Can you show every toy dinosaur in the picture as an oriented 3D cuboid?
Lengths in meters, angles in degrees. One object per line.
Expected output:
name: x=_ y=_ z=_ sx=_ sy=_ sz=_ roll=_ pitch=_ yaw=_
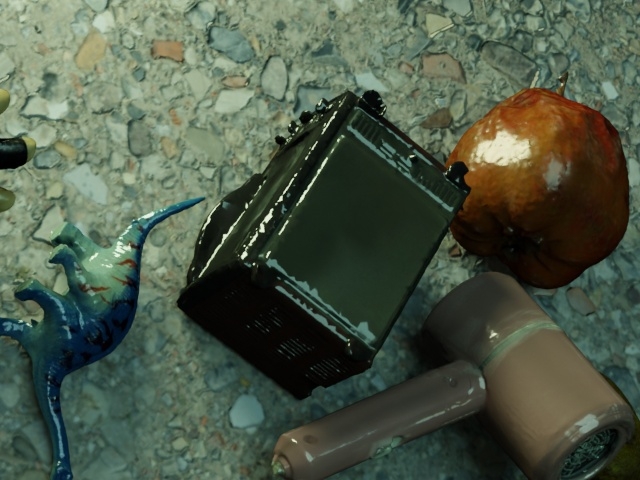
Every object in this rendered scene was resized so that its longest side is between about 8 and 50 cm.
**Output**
toy dinosaur: x=-0.229 y=0.059 z=1.445 sx=0.144 sy=0.076 sz=0.329 roll=33 pitch=64 yaw=-22

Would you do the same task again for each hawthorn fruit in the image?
hawthorn fruit: x=0.240 y=-0.083 z=1.671 sx=0.207 sy=0.207 sz=0.243 roll=29 pitch=58 yaw=-16

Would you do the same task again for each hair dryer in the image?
hair dryer: x=0.113 y=0.180 z=1.509 sx=0.352 sy=0.125 sz=0.210 roll=-20 pitch=52 yaw=-26

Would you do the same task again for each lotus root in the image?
lotus root: x=0.302 y=0.210 z=1.660 sx=0.190 sy=0.094 sz=0.108 roll=37 pitch=94 yaw=-19

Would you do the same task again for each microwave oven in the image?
microwave oven: x=0.000 y=0.001 z=1.522 sx=0.188 sy=0.178 sz=0.247 roll=40 pitch=60 yaw=-13

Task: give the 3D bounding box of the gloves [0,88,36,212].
gloves: x=-0.360 y=-0.018 z=1.331 sx=0.301 sy=0.197 sz=0.152 roll=-46 pitch=107 yaw=-30
